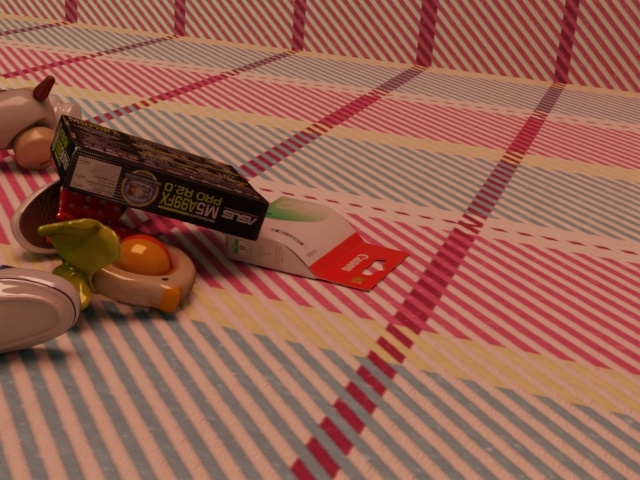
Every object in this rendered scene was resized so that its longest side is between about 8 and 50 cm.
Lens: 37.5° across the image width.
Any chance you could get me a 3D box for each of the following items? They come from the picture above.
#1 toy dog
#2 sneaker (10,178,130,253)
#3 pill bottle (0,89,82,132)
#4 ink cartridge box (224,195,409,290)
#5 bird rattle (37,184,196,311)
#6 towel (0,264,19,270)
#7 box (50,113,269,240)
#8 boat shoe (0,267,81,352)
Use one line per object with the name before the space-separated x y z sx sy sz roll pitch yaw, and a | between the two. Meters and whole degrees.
toy dog | -0.585 -0.228 1.620 0.220 0.161 0.333 45 37 20
sneaker | -0.359 -0.045 1.407 0.123 0.106 0.290 -20 10 37
pill bottle | -0.567 -0.246 1.870 0.169 0.094 0.094 7 20 8
ink cartridge box | 0.000 0.000 1.378 0.224 0.056 0.181 11 21 22
bird rattle | -0.262 0.028 1.202 0.206 0.143 0.253 20 11 -7
towel | -0.397 0.065 1.149 0.067 0.029 0.119 12 21 17
box | -0.227 -0.089 1.307 0.270 0.060 0.216 16 12 -25
boat shoe | -0.390 0.090 0.990 0.267 0.096 0.088 -1 24 -10
